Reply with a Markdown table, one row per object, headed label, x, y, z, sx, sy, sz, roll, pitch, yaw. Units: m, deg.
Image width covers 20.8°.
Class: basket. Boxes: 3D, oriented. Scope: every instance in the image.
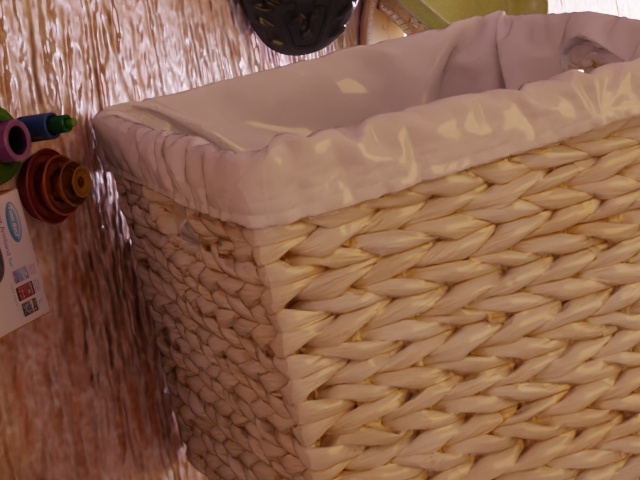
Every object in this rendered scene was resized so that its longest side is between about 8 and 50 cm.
| label | x | y | z | sx | sy | sz | roll | pitch | yaw |
| --- | --- | --- | --- | --- | --- | --- | --- | --- | --- |
| basket | 0.065 | 0.016 | 1.104 | 0.331 | 0.328 | 0.266 | -14 | 103 | -19 |

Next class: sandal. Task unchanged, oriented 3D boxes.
| label | x | y | z | sx | sy | sz | roll | pitch | yaw |
| --- | --- | --- | --- | --- | --- | --- | --- | --- | --- |
| sandal | 0.086 | -0.208 | 1.530 | 0.088 | 0.079 | 0.240 | 5 | 80 | -60 |

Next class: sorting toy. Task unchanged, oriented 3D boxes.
| label | x | y | z | sx | sy | sz | roll | pitch | yaw |
| --- | --- | --- | --- | --- | --- | --- | --- | --- | --- |
| sorting toy | -0.175 | -0.053 | 1.083 | 0.102 | 0.042 | 0.061 | 44 | 48 | -48 |

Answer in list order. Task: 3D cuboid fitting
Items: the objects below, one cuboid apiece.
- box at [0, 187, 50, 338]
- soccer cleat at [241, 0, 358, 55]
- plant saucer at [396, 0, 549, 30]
| label | x | y | z | sx | sy | sz | roll | pitch | yaw |
| --- | --- | --- | --- | --- | --- | --- | --- | --- | --- |
| box | -0.208 | 0.021 | 1.026 | 0.136 | 0.028 | 0.081 | -31 | 111 | -56 |
| soccer cleat | -0.037 | -0.298 | 1.322 | 0.116 | 0.109 | 0.318 | -122 | -162 | -60 |
| plant saucer | 0.101 | -0.257 | 1.499 | 0.241 | 0.037 | 0.241 | 28 | 43 | -30 |
